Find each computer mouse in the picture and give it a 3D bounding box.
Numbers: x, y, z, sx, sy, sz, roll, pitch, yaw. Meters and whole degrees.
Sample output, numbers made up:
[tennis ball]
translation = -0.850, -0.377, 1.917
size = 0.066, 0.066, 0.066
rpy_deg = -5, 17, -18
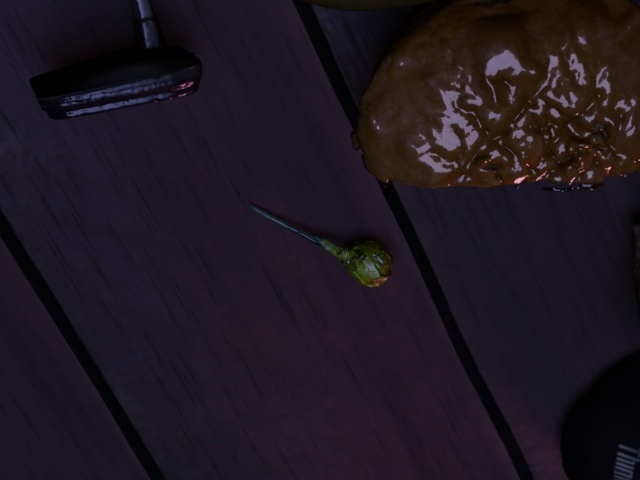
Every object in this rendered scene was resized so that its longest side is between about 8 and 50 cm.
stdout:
[computer mouse]
translation = 0.333, 0.207, 1.227
size = 0.269, 0.100, 0.170
rpy_deg = 30, 117, -16

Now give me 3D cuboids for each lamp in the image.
[lamp]
translation = -0.171, -0.199, 0.952
size = 0.124, 0.203, 0.283
rpy_deg = -29, 113, -6

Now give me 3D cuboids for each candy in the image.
[candy]
translation = 0.000, 0.000, 1.156
size = 0.123, 0.035, 0.035
rpy_deg = 25, 106, -3

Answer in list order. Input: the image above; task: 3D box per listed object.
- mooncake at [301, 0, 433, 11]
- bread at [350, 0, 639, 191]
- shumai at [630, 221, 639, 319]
[mooncake]
translation = 0.030, -0.254, 0.965
size = 0.235, 0.117, 0.234
rpy_deg = 0, 116, 0
[bread]
translation = 0.134, -0.117, 1.033
size = 0.229, 0.143, 0.139
rpy_deg = -4, 109, -4
[shumai]
translation = 0.421, -0.008, 1.103
size = 0.283, 0.217, 0.346
rpy_deg = 1, 136, -36
